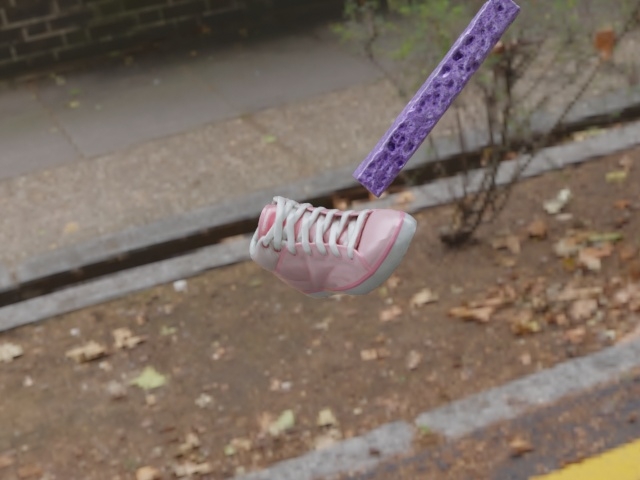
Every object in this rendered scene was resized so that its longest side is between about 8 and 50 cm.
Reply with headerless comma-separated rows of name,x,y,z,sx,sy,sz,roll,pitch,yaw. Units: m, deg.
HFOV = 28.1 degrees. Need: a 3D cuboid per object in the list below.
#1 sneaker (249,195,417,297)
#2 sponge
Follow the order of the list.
sneaker,0.000,0.000,0.808,0.134,0.070,0.051,-20,43,58
sponge,0.103,-0.131,1.171,0.210,0.031,0.117,-52,2,5
